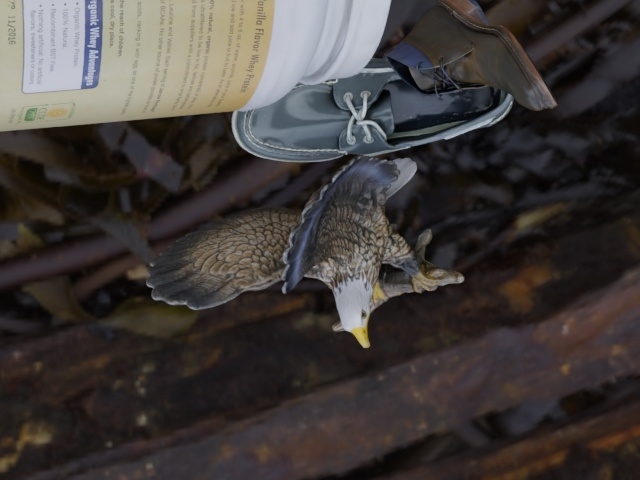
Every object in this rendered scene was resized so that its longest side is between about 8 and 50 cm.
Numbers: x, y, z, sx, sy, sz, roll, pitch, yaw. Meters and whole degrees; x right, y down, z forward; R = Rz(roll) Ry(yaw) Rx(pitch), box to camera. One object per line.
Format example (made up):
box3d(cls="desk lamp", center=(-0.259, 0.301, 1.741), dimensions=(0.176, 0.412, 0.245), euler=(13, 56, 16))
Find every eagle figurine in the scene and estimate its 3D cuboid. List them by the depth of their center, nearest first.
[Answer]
box3d(cls="eagle figurine", center=(0.004, 0.007, 1.295), dimensions=(0.298, 0.225, 0.226), euler=(21, 104, -41))

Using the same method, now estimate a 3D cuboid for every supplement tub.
box3d(cls="supplement tub", center=(-0.131, -0.196, 0.867), dimensions=(0.316, 0.228, 0.228), euler=(-7, 133, -22))

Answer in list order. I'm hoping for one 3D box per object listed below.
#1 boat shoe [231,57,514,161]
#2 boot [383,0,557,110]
box3d(cls="boat shoe", center=(0.061, -0.151, 1.399), dimensions=(0.320, 0.099, 0.116), euler=(-7, 97, -5))
box3d(cls="boot", center=(0.146, -0.164, 1.251), dimensions=(0.106, 0.219, 0.082), euler=(-37, 128, 4))
